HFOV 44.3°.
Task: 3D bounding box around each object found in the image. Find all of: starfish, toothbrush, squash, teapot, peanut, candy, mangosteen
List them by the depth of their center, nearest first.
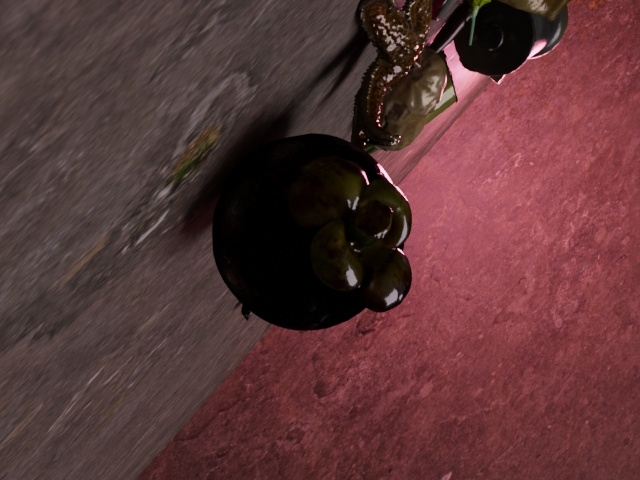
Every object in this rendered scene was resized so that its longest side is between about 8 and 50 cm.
[{"bbox_3d":[0.003,-0.001,1.148,0.297,0.313,0.297,-45,151,-33],"label":"mangosteen"},{"bbox_3d":[0.111,-0.271,1.171,0.312,0.113,0.303,93,20,-69],"label":"starfish"},{"bbox_3d":[0.211,-0.423,1.338,0.103,0.043,0.103,-49,174,-7],"label":"candy"},{"bbox_3d":[0.160,-0.268,1.546,0.130,0.130,0.290,-47,172,-23],"label":"peanut"},{"bbox_3d":[0.322,-0.470,1.634,0.062,0.058,0.194,-32,157,-12],"label":"candy"},{"bbox_3d":[0.287,-0.460,1.685,0.364,0.041,0.041,-49,174,5],"label":"toothbrush"},{"bbox_3d":[0.202,-0.286,1.749,0.287,0.137,0.137,-47,174,-3],"label":"squash"},{"bbox_3d":[0.460,-0.512,1.816,0.270,0.200,0.337,-39,179,36],"label":"teapot"}]

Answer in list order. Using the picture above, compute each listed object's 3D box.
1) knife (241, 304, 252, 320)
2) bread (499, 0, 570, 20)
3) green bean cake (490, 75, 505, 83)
[{"bbox_3d":[-0.101,0.061,2.112,0.365,0.043,0.089,-51,174,-1],"label":"knife"},{"bbox_3d":[0.417,-0.547,1.405,0.252,0.238,0.196,-50,-144,41],"label":"bread"},{"bbox_3d":[0.604,-0.639,2.448,0.236,0.124,0.233,-47,175,-19],"label":"green bean cake"}]
